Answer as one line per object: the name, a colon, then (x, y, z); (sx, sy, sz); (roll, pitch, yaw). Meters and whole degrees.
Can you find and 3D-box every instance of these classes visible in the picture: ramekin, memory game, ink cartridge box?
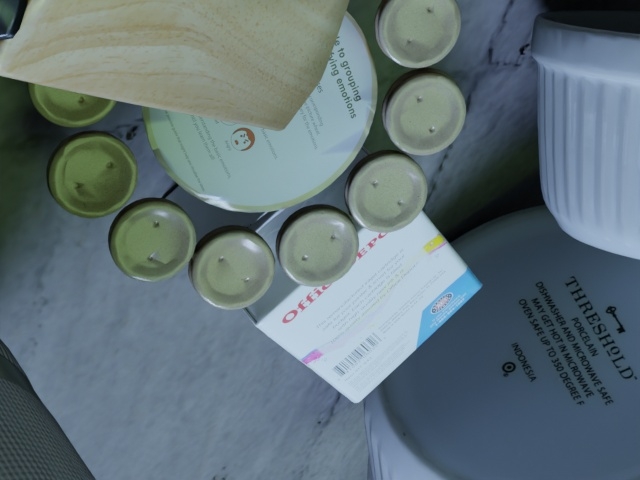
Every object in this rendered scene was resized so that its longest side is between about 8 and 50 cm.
ramekin: (0.147, 0.096, 0.824); (0.273, 0.273, 0.127); (-35, 136, -12)
memory game: (-0.026, -0.060, 0.583); (0.186, 0.012, 0.186); (-6, 112, -15)
ink cartridge box: (0.000, 0.000, 0.695); (0.092, 0.090, 0.143); (-42, 148, 1)
ramekin: (0.207, -0.054, 0.722); (0.207, 0.207, 0.109); (-9, 108, -41)

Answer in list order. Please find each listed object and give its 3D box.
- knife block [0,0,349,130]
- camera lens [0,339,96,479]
knife block: (-0.078, -0.086, 0.366); (0.242, 0.088, 0.275); (-41, 164, -33)
camera lens: (-0.173, 0.147, 0.509); (0.219, 0.274, 0.219); (-28, 146, -21)
